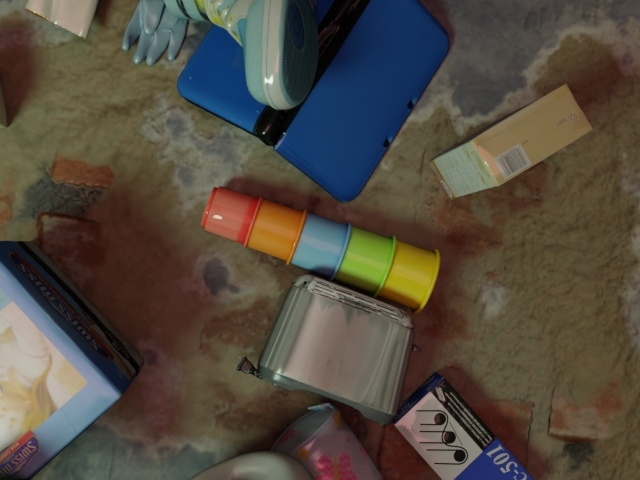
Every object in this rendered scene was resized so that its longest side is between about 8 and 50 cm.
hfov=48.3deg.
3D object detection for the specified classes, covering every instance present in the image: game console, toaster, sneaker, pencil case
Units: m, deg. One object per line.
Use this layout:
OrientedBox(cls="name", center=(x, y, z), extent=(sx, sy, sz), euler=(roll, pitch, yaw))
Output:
OrientedBox(cls="game console", center=(-0.005, -0.246, 0.996), extent=(0.250, 0.173, 0.293), euler=(30, 83, 25))
OrientedBox(cls="toaster", center=(0.016, 0.137, 0.940), extent=(0.226, 0.129, 0.147), euler=(21, 82, -5))
OrientedBox(cls="sneaker", center=(-0.115, -0.283, 0.884), extent=(0.208, 0.127, 0.319), euler=(-8, 61, 14))
OrientedBox(cls="pencil case", center=(0.049, 0.350, 0.944), extent=(0.124, 0.113, 0.273), euler=(-39, 94, -24))

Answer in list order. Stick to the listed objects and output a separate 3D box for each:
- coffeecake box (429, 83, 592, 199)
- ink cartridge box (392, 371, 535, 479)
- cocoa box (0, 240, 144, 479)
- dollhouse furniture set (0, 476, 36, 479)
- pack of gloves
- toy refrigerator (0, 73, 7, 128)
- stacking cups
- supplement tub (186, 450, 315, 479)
OrientedBox(cls="coffeecake box", center=(0.242, -0.124, 0.946), extent=(0.142, 0.185, 0.068), euler=(-31, 93, -7))
OrientedBox(cls="ink cartridge box", center=(0.199, 0.294, 0.999), extent=(0.097, 0.046, 0.207), euler=(-41, 94, -6))
OrientedBox(cls="cocoa box", center=(-0.417, 0.193, 0.825), extent=(0.347, 0.228, 0.231), euler=(-42, 94, -7))
OrientedBox(cls="dollhouse furniture set", center=(-0.339, 0.406, 0.679), extent=(0.301, 0.151, 0.197), euler=(-49, 58, 4))
OrientedBox(cls="pack of gloves", center=(-0.254, -0.362, 0.966), extent=(0.195, 0.046, 0.232), euler=(25, 85, -21))
OrientedBox(cls="toy refrigerator", center=(-0.544, -0.170, 0.882), extent=(0.269, 0.102, 0.094), euler=(-8, 90, -9))
OrientedBox(cls="stacking cups", center=(0.000, 0.000, 0.965), extent=(0.316, 0.096, 0.096), euler=(21, 86, -3))
OrientedBox(cls="supplement tub", center=(-0.053, 0.444, 0.826), extent=(0.241, 0.241, 0.331), euler=(-28, 105, -8))
